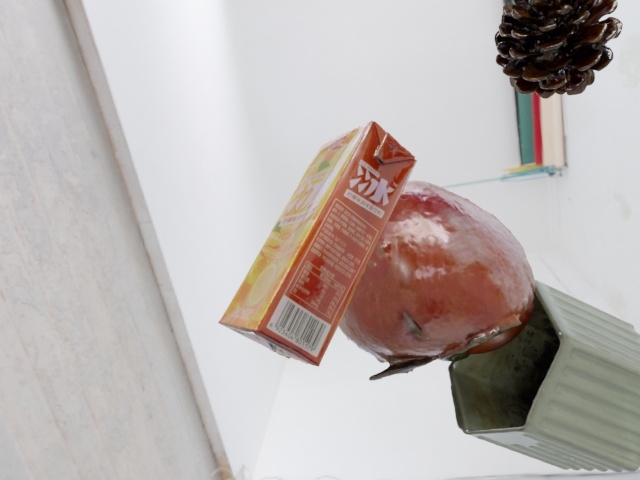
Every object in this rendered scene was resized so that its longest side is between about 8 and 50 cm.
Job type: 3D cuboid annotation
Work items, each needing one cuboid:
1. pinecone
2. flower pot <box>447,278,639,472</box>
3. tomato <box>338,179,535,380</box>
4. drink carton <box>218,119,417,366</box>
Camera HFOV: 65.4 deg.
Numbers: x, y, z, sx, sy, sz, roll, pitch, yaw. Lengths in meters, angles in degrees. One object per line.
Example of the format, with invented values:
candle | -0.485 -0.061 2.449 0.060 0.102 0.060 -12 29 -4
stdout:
pinecone | 0.390 -0.350 0.834 0.208 0.208 0.207 -8 90 -81
flower pot | 0.323 0.191 0.703 0.239 0.190 0.209 131 -21 -58
tomato | 0.123 0.026 0.671 0.170 0.309 0.309 42 40 -61
drink carton | 0.000 0.000 0.477 0.071 0.096 0.223 35 71 -23
